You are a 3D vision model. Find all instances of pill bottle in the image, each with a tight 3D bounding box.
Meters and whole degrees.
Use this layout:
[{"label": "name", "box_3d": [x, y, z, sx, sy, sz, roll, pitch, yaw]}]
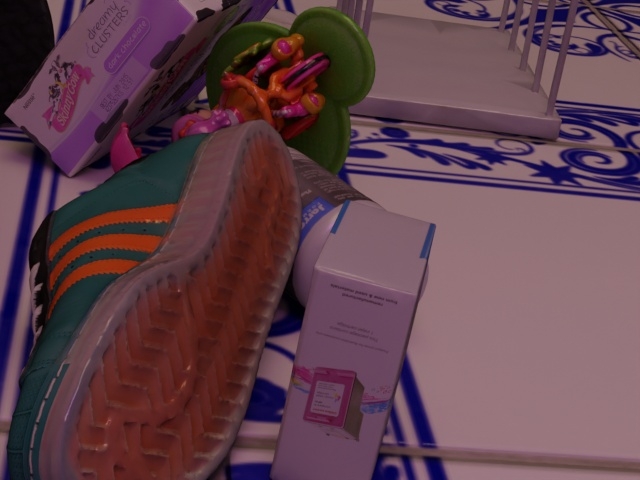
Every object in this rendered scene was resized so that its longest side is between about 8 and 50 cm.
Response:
[{"label": "pill bottle", "box_3d": [0.000, 0.000, 0.857, 0.078, 0.078, 0.137, -9, 30, -35]}]

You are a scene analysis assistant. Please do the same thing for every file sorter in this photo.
[{"label": "file sorter", "box_3d": [0.118, -0.232, 1.290, 0.192, 0.173, 0.278, 6, 25, -6]}]

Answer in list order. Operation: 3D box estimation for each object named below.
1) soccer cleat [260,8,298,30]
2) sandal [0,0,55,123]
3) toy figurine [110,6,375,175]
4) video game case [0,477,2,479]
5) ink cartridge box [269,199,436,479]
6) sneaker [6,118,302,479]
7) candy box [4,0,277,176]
[{"label": "soccer cleat", "box_3d": [-0.090, -0.184, 1.243, 0.196, 0.068, 0.076, 0, 29, -27]}, {"label": "sandal", "box_3d": [-0.376, -0.240, 0.971, 0.445, 0.167, 0.107, 32, 21, -25]}, {"label": "toy figurine", "box_3d": [-0.064, -0.070, 0.924, 0.159, 0.173, 0.130, -37, 91, -42]}, {"label": "video game case", "box_3d": [-0.270, 0.055, 0.545, 0.232, 0.042, 0.210, 52, 35, 6]}, {"label": "ink cartridge box", "box_3d": [0.017, 0.055, 0.692, 0.052, 0.122, 0.088, 16, 25, 5]}, {"label": "sneaker", "box_3d": [-0.102, 0.043, 0.721, 0.121, 0.108, 0.302, -12, 27, 23]}, {"label": "candy box", "box_3d": [-0.119, -0.150, 1.028, 0.070, 0.165, 0.196, 45, 30, 0]}]
